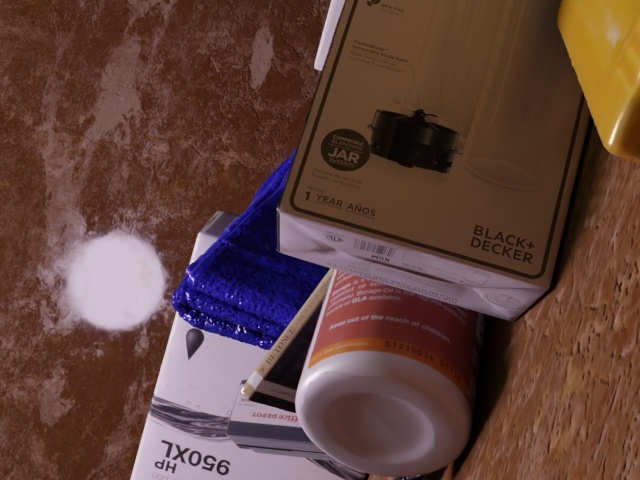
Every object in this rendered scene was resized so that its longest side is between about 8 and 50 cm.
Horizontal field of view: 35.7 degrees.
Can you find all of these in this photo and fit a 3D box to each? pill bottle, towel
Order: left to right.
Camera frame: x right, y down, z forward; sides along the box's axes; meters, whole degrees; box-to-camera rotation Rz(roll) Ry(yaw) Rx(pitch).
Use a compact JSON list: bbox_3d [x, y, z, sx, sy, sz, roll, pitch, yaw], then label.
[{"bbox_3d":[0.000,0.000,1.107,0.308,0.228,0.076,-55,-29,-45],"label":"towel"},{"bbox_3d":[0.063,0.054,0.734,0.216,0.121,0.121,-71,-1,-46],"label":"pill bottle"}]

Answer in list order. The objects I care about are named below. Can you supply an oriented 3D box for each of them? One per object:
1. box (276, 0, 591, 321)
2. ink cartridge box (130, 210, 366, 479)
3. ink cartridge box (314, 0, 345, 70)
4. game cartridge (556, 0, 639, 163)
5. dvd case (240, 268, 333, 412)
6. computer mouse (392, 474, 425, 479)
[{"bbox_3d":[0.091,-0.112,0.647,0.087,0.169,0.289,97,-171,-72],"label":"box"},{"bbox_3d":[-0.061,0.197,1.278,0.166,0.286,0.394,-72,-1,-78],"label":"ink cartridge box"},{"bbox_3d":[0.122,-0.266,1.090,0.119,0.207,0.353,-67,-7,-70],"label":"ink cartridge box"},{"bbox_3d":[0.182,-0.221,0.429,0.285,0.053,0.323,-71,-1,-66],"label":"game cartridge"},{"bbox_3d":[0.037,0.067,0.908,0.221,0.018,0.164,-54,-33,3],"label":"dvd case"},{"bbox_3d":[0.085,0.127,0.819,0.106,0.042,0.193,100,180,-47],"label":"computer mouse"}]
